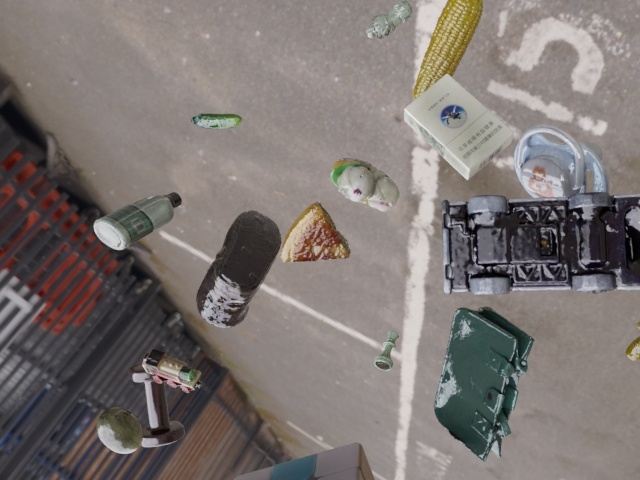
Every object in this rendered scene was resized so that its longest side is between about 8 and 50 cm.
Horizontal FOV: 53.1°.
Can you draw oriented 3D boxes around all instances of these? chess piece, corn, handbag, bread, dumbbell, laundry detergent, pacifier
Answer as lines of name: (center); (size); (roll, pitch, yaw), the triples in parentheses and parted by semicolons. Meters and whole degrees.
chess piece: (0.149, 0.237, 1.408); (0.042, 0.093, 0.042); (15, 142, 12)
corn: (0.379, -0.579, 1.932); (0.120, 0.363, 0.120); (20, -157, -9)
handbag: (0.395, 0.343, 1.583); (0.089, 0.327, 0.238); (5, -165, -24)
bread: (-0.025, 0.003, 1.310); (0.154, 0.136, 0.054); (53, -169, -34)
dumbbell: (-0.459, 0.453, 1.793); (0.140, 0.124, 0.226); (-3, 94, 64)
laundry detergent: (-0.410, -0.058, 1.493); (0.099, 0.225, 0.070); (20, 125, 24)
pacifier: (0.615, -0.193, 1.579); (0.279, 0.207, 0.228); (32, 141, 50)

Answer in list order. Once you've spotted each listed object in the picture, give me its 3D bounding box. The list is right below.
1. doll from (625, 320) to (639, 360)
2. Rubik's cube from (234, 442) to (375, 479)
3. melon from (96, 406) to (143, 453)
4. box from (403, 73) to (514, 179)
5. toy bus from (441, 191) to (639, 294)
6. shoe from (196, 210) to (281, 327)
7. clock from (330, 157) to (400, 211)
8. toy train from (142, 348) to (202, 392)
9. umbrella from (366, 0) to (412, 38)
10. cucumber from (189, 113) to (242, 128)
doll: (0.785, 0.220, 1.452); (0.137, 0.097, 0.210); (49, 125, 34)
Rubik's cube: (-0.018, 0.717, 1.424); (0.347, 0.346, 0.344); (-70, -41, -77)
melon: (-0.495, 0.470, 1.582); (0.098, 0.098, 0.131); (9, 136, 49)
box: (0.370, -0.309, 1.731); (0.256, 0.164, 0.069); (48, 174, 20)
toy bus: (0.491, 0.014, 1.393); (0.439, 0.209, 0.249); (-2, 175, 12)
shoe: (-0.247, 0.090, 1.937); (0.171, 0.384, 0.237); (26, 126, -10)
clock: (0.124, -0.148, 1.722); (0.230, 0.103, 0.144); (12, -147, -33)
toy train: (-0.334, 0.298, 1.455); (0.137, 0.050, 0.087); (15, 144, 17)
umbrella: (0.193, -0.617, 1.801); (0.067, 0.143, 0.062); (55, -166, -18)
cucumber: (-0.244, -0.270, 1.453); (0.155, 0.037, 0.037); (7, 148, 31)
